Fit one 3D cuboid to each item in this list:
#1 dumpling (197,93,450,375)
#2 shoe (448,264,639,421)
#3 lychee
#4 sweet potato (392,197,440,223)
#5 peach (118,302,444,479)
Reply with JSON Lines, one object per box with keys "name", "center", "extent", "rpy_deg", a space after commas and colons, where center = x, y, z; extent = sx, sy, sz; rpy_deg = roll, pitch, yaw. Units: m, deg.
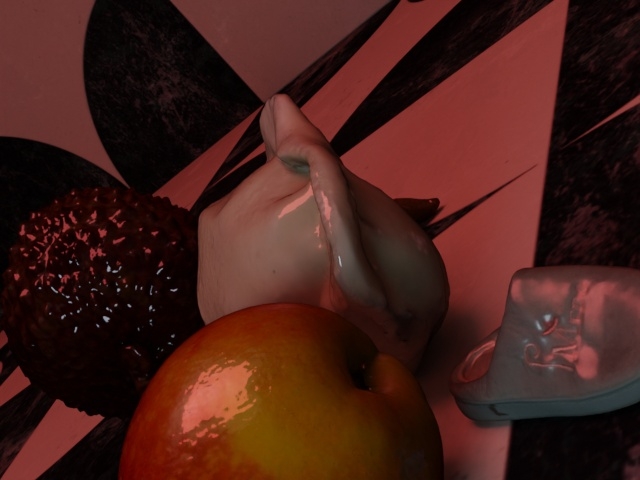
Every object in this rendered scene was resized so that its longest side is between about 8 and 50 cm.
{"name": "dumpling", "center": [0.000, 0.000, 0.827], "extent": [0.318, 0.187, 0.242], "rpy_deg": [131, 137, -63]}
{"name": "shoe", "center": [0.136, 0.055, 0.624], "extent": [0.195, 0.078, 0.079], "rpy_deg": [-30, 18, 53]}
{"name": "lychee", "center": [-0.214, 0.071, 1.149], "extent": [0.264, 0.264, 0.300], "rpy_deg": [-41, 47, 10]}
{"name": "sweet potato", "center": [0.022, 0.035, 1.035], "extent": [0.249, 0.059, 0.069], "rpy_deg": [-48, -5, -7]}
{"name": "peach", "center": [-0.027, 0.139, 0.615], "extent": [0.192, 0.190, 0.190], "rpy_deg": [-45, 14, 9]}
